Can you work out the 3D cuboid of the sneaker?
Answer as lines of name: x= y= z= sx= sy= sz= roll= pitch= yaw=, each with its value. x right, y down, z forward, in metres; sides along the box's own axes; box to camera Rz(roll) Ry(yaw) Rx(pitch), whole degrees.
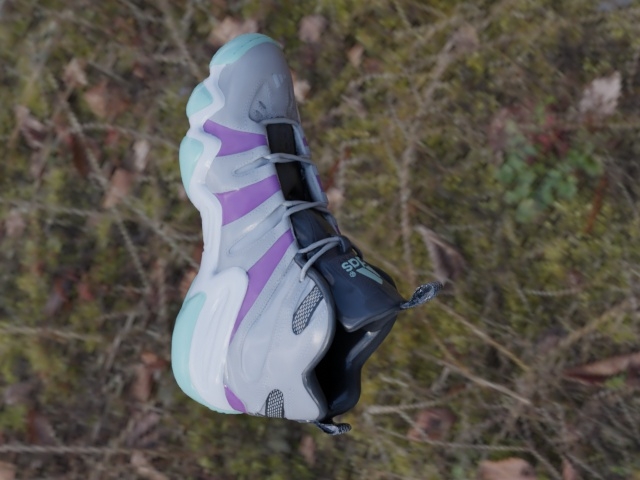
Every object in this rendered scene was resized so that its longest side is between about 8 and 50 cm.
sneaker: x=0.000 y=0.000 z=0.356 sx=0.069 sy=0.038 sz=0.098 roll=12 pitch=106 yaw=35
